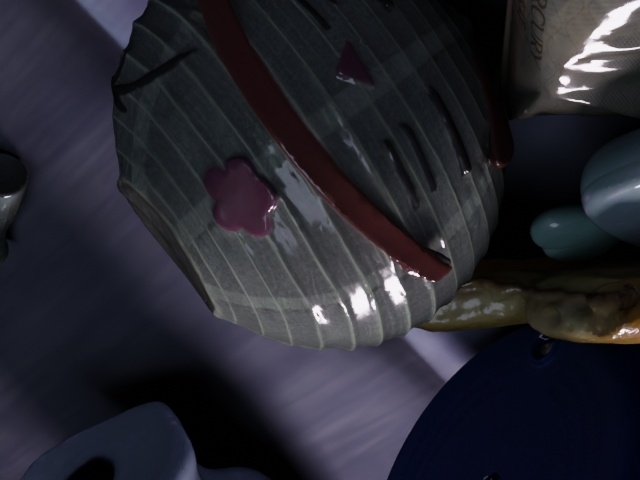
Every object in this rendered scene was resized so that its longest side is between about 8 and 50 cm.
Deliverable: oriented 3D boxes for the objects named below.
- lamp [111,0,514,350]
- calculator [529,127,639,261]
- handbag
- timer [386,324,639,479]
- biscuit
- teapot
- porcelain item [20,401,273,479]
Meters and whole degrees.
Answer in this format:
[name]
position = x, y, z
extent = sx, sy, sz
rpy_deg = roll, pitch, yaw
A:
[lamp]
position = -0.003, -0.064, 0.900
extent = 0.233, 0.233, 0.265
rpy_deg = -29, 104, 43
[calculator]
position = 0.255, -0.040, 0.857
extent = 0.299, 0.041, 0.185
rpy_deg = -16, 160, 32
[handbag]
position = 0.178, -0.146, 0.798
extent = 0.182, 0.117, 0.270
rpy_deg = 8, 145, 13
[timer]
position = 0.255, 0.256, 1.098
extent = 0.383, 0.270, 0.270
rpy_deg = 32, 139, -24
[biscuit]
position = 0.148, 0.036, 0.980
extent = 0.299, 0.154, 0.045
rpy_deg = 0, 97, 50
[teapot]
position = -0.258, -0.021, 1.202
extent = 0.043, 0.043, 0.110
rpy_deg = 25, 143, 1
[porcelain item]
position = -0.089, 0.336, 1.336
extent = 0.242, 0.178, 0.405
rpy_deg = -27, 122, 16
